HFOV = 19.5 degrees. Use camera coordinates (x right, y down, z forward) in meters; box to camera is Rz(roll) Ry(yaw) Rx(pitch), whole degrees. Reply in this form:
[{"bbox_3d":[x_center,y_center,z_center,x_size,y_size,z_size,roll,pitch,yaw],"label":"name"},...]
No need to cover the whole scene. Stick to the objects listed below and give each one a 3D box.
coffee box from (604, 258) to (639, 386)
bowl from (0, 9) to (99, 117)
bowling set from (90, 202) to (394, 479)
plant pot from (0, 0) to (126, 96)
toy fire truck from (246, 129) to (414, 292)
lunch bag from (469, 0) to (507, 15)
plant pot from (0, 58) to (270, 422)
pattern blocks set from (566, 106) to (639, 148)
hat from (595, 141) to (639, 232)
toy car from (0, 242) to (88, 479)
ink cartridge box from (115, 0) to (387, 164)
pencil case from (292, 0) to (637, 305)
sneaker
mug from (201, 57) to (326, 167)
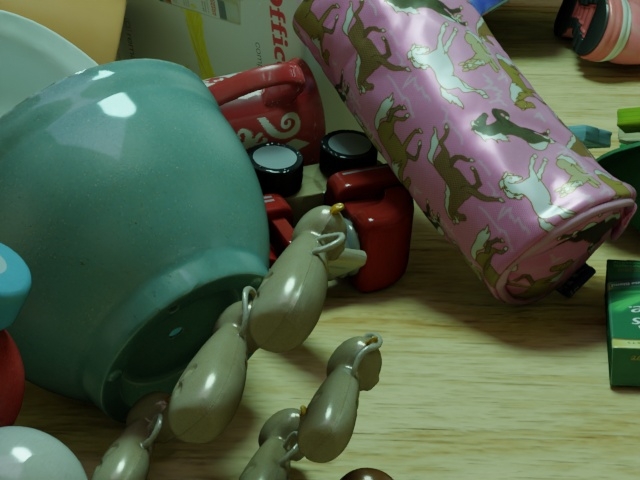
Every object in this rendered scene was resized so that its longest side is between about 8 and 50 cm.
[{"bbox_3d":[0.310,0.073,1.651,0.113,0.040,0.184,3,24,7],"label":"coffee box"},{"bbox_3d":[-0.298,-0.074,1.822,0.298,0.134,0.298,34,32,-25],"label":"bowl"},{"bbox_3d":[-0.024,0.135,1.410,0.200,0.287,0.154,41,32,-11],"label":"bowling set"},{"bbox_3d":[-0.331,-0.196,2.031,0.203,0.291,0.291,13,22,-9],"label":"plant pot"},{"bbox_3d":[0.000,0.000,1.723,0.217,0.158,0.246,-10,37,-22],"label":"toy fire truck"},{"bbox_3d":[0.227,-0.365,2.450,0.221,0.138,0.293,-26,18,27],"label":"lunch bag"},{"bbox_3d":[-0.156,0.025,1.537,0.293,0.293,0.196,-19,57,-35],"label":"plant pot"},{"bbox_3d":[0.411,-0.098,1.891,0.285,0.026,0.325,9,-6,-32],"label":"pattern blocks set"},{"bbox_3d":[0.354,0.007,1.822,0.173,0.183,0.208,-1,-16,-6],"label":"hat"},{"bbox_3d":[-0.236,0.163,1.342,0.238,0.219,0.210,33,29,4],"label":"toy car"},{"bbox_3d":[-0.078,-0.237,2.058,0.160,0.279,0.385,-27,33,-33],"label":"ink cartridge box"},{"bbox_3d":[0.132,-0.122,1.764,0.386,0.160,0.167,54,21,25],"label":"pencil case"},{"bbox_3d":[0.392,-0.284,2.421,0.136,0.116,0.314,18,22,-8],"label":"sneaker"},{"bbox_3d":[-0.092,-0.127,1.830,0.169,0.150,0.113,-10,41,-18],"label":"mug"}]
